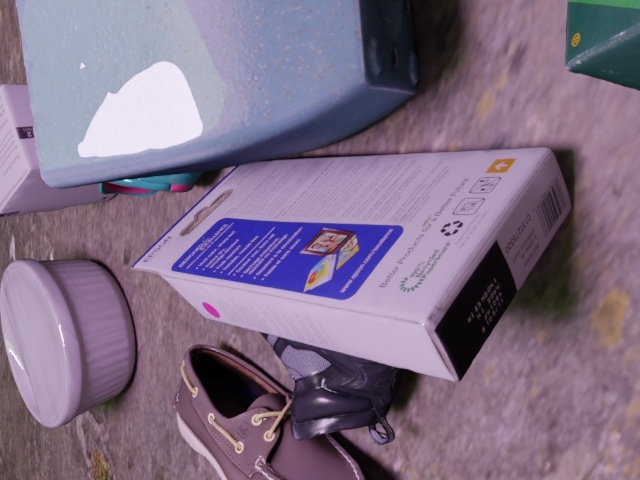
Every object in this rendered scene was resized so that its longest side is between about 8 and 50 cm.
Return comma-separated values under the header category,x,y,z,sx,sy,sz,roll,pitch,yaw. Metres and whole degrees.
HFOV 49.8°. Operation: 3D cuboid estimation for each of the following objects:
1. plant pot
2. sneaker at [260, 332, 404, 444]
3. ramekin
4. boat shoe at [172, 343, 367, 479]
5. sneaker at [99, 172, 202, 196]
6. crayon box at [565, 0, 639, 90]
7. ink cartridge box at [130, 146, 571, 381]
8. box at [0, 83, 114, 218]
category,x,y,z,sx,sy,sz,roll,pitch,yaw
plant pot,-0.059,-0.180,0.563,0.252,0.248,0.247,-1,99,23
sneaker,-0.025,0.107,0.691,0.268,0.101,0.153,16,108,42
ramekin,-0.405,0.152,1.109,0.272,0.127,0.273,14,109,45
boat shoe,-0.062,0.208,0.752,0.324,0.116,0.097,21,117,50
sneaker,-0.234,-0.145,0.854,0.295,0.123,0.179,37,112,35
crayon box,0.228,-0.199,0.240,0.323,0.083,0.203,164,113,-66
ink cartridge box,0.000,0.000,0.583,0.370,0.176,0.069,7,137,46
box,-0.357,-0.125,0.948,0.182,0.181,0.119,-28,81,46
